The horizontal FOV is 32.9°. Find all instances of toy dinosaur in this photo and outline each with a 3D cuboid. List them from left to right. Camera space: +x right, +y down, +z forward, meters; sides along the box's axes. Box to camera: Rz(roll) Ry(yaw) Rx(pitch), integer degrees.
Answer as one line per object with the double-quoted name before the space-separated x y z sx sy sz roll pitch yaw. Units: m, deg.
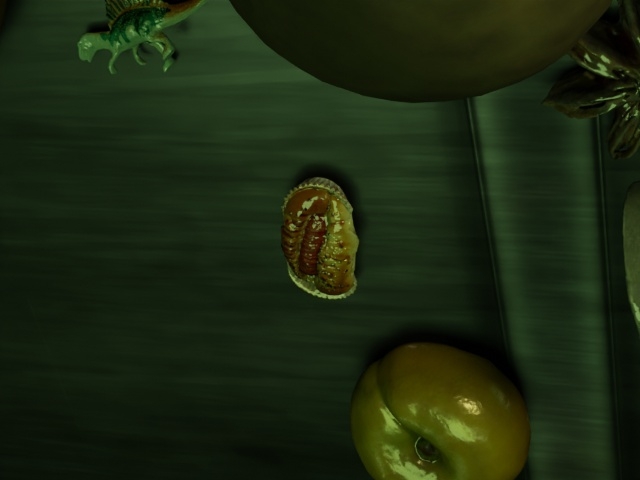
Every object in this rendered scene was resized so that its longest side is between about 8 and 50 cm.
"toy dinosaur" -0.196 -0.244 1.190 0.106 0.044 0.187 42 133 0

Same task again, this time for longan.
"longan" 0.083 -0.275 0.823 0.404 0.404 0.336 -3 103 20

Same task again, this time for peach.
"peach" 0.155 0.248 1.455 0.251 0.153 0.251 11 120 19

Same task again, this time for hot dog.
"hot dog" 0.000 0.000 1.336 0.099 0.053 0.192 6 135 8

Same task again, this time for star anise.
"star anise" 0.333 -0.165 1.062 0.236 0.093 0.229 -30 111 32

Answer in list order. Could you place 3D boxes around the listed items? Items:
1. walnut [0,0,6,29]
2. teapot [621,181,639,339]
"walnut" -0.435 -0.248 1.153 0.209 0.209 0.336 17 140 2
"teapot" 0.483 0.024 1.045 0.344 0.300 0.253 -10 111 30
